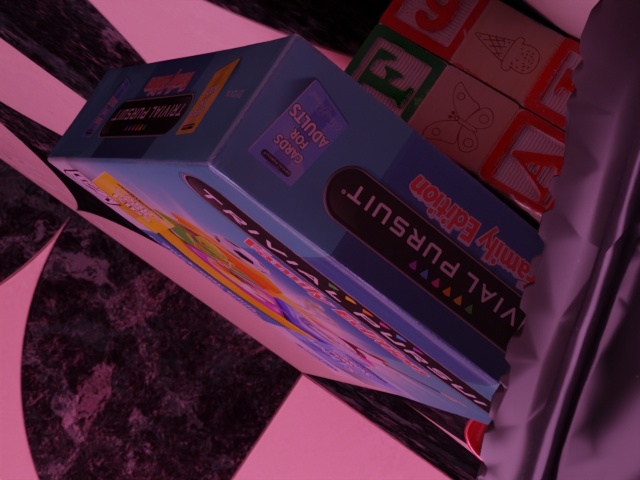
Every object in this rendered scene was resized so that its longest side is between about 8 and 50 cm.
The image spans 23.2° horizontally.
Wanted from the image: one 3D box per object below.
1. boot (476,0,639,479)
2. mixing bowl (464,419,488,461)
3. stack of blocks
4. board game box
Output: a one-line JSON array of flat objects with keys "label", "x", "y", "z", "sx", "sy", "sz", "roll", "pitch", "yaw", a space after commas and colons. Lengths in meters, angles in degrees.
[{"label": "boot", "x": 0.282, "y": 0.112, "z": 0.543, "sx": 0.445, "sy": 0.146, "sz": 0.367, "roll": 27, "pitch": 139, "yaw": 26}, {"label": "mixing bowl", "x": 0.204, "y": 0.118, "z": 1.165, "sx": 0.181, "sy": 0.098, "sz": 0.181, "roll": 11, "pitch": 151, "yaw": 6}, {"label": "stack of blocks", "x": 0.110, "y": -0.026, "z": 0.899, "sx": 0.171, "sy": 0.087, "sz": 0.297, "roll": 32, "pitch": 170, "yaw": 12}, {"label": "board game box", "x": 0.000, "y": 0.000, "z": 0.888, "sx": 0.254, "sy": 0.079, "sz": 0.336, "roll": 37, "pitch": 170, "yaw": -19}]
